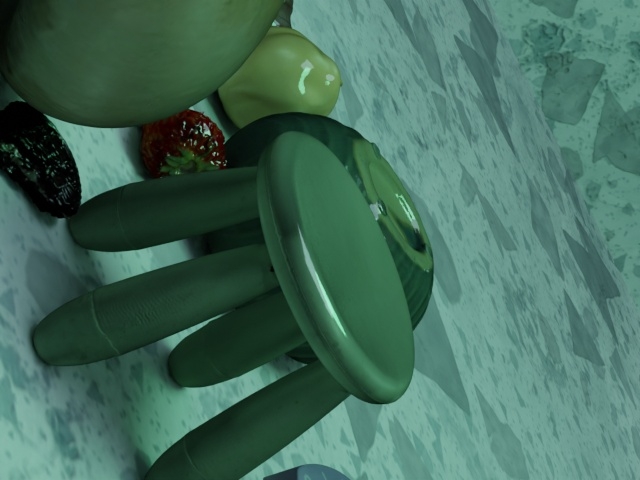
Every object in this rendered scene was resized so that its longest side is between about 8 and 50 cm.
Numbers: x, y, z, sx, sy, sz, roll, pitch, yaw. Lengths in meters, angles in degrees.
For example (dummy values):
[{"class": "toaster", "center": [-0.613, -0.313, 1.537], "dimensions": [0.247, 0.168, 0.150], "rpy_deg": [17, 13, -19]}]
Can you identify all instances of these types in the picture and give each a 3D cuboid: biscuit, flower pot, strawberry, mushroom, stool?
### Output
[{"class": "biscuit", "center": [-0.195, -0.054, 1.255], "dimensions": [0.087, 0.027, 0.089], "rpy_deg": [67, 16, 5]}, {"class": "flower pot", "center": [0.000, 0.000, 1.554], "dimensions": [0.243, 0.157, 0.189], "rpy_deg": [52, 24, -35]}, {"class": "strawberry", "center": [-0.114, -0.082, 1.471], "dimensions": [0.073, 0.073, 0.083], "rpy_deg": [49, 12, -45]}, {"class": "mushroom", "center": [-0.162, -0.253, 1.196], "dimensions": [0.295, 0.362, 0.362], "rpy_deg": [3, 56, -23]}, {"class": "stool", "center": [-0.062, 0.045, 1.251], "dimensions": [0.195, 0.199, 0.195], "rpy_deg": [60, 20, -28]}]

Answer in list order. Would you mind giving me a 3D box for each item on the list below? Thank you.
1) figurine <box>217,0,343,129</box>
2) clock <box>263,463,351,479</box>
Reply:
[{"class": "figurine", "center": [-0.054, -0.181, 1.717], "dimensions": [0.114, 0.108, 0.196], "rpy_deg": [30, 31, -48]}, {"class": "clock", "center": [-0.005, 0.251, 1.381], "dimensions": [0.172, 0.064, 0.198], "rpy_deg": [62, 18, -16]}]
